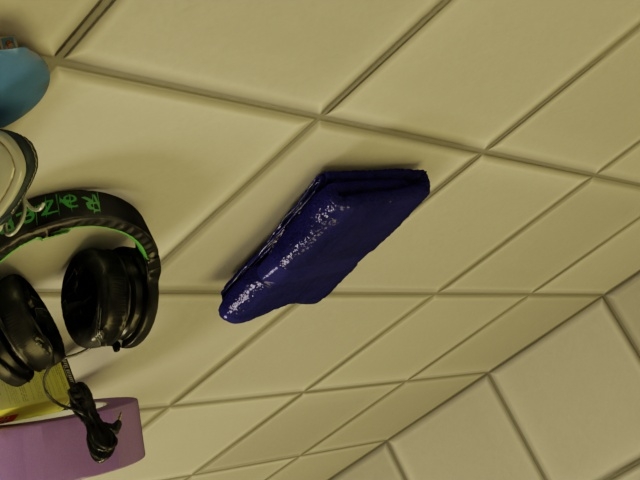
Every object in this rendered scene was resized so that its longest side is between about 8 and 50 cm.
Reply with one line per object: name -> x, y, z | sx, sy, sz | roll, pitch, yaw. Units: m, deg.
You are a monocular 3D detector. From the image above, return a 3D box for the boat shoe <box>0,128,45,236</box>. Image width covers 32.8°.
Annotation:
boat shoe -> -0.337, -0.040, 1.069 | 0.079, 0.095, 0.254 | -21, 168, -47

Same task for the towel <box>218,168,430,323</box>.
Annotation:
towel -> 0.000, 0.000, 1.587 | 0.228, 0.076, 0.308 | -12, 154, -48

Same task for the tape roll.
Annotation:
tape roll -> -0.403, 0.300, 1.615 | 0.275, 0.090, 0.275 | -8, 178, 0

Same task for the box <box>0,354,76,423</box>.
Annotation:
box -> -0.459, 0.212, 1.514 | 0.232, 0.087, 0.058 | -7, 152, -42

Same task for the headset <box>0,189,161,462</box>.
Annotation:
headset -> -0.306, 0.112, 1.330 | 0.243, 0.185, 0.394 | -18, 145, -20

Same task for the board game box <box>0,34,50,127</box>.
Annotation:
board game box -> -0.327, -0.139, 0.958 | 0.169, 0.033, 0.133 | -12, 161, -26
